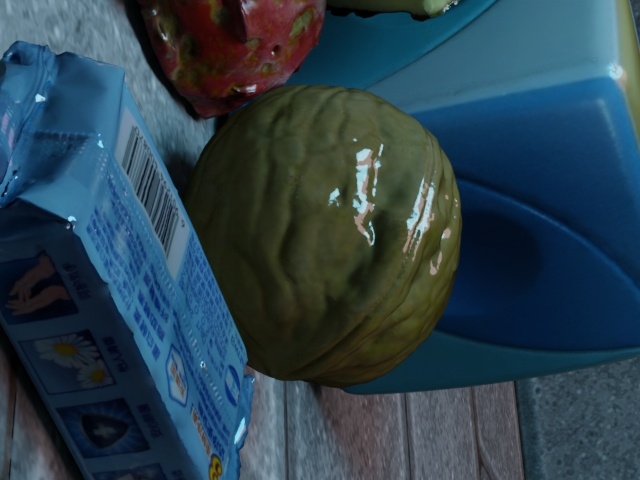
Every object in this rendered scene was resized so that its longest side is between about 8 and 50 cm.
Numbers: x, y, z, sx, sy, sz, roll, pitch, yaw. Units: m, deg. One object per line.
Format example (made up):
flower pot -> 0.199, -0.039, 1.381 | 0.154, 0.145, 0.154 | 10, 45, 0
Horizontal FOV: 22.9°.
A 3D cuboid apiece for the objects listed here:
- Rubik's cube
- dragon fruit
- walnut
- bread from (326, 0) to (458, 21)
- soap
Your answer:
Rubik's cube -> 0.128, -0.097, 1.449 | 0.347, 0.351, 0.352 | -87, 159, -47
dragon fruit -> -0.075, -0.222, 1.161 | 0.211, 0.134, 0.262 | -34, 114, -71
walnut -> 0.000, 0.000, 1.156 | 0.228, 0.228, 0.228 | -10, 90, -77
bread -> 0.058, -0.278, 1.331 | 0.198, 0.263, 0.236 | 27, 78, -45
soap -> -0.117, 0.033, 0.895 | 0.156, 0.077, 0.293 | -81, 156, -53
